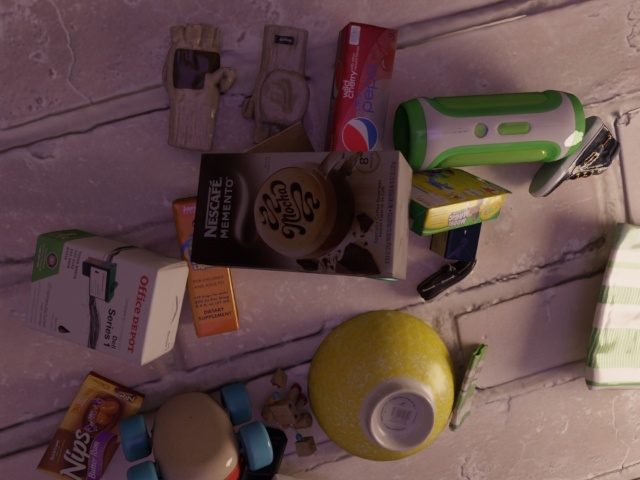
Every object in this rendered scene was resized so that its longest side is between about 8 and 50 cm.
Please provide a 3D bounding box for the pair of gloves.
[{"bbox_3d":[-0.138,-0.251,0.873,0.240,0.042,0.204,-2,100,-6],"label":"pair of gloves"}]

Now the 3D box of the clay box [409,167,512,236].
[{"bbox_3d":[0.203,-0.071,0.875,0.222,0.127,0.053,-11,123,-36],"label":"clay box"}]

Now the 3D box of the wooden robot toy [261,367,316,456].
[{"bbox_3d":[-0.070,0.322,0.986,0.079,0.076,0.173,-20,102,27],"label":"wooden robot toy"}]

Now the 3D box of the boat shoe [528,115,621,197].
[{"bbox_3d":[0.470,-0.134,0.965,0.083,0.065,0.183,40,92,-11],"label":"boat shoe"}]

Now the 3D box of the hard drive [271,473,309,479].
[{"bbox_3d":[-0.072,0.613,1.019,0.210,0.040,0.319,26,96,-27],"label":"hard drive"}]

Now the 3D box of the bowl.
[{"bbox_3d":[0.127,0.288,0.952,0.289,0.156,0.289,-2,101,-8],"label":"bowl"}]

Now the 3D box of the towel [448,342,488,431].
[{"bbox_3d":[0.284,0.276,0.999,0.023,0.113,0.152,19,100,24],"label":"towel"}]

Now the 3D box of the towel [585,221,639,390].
[{"bbox_3d":[0.634,0.137,1.027,0.248,0.038,0.325,5,100,-22],"label":"towel"}]

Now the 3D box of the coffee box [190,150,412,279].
[{"bbox_3d":[-0.026,-0.036,0.772,0.297,0.119,0.168,2,84,18],"label":"coffee box"}]

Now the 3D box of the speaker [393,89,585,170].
[{"bbox_3d":[0.281,-0.188,0.898,0.296,0.131,0.131,-5,101,-7],"label":"speaker"}]

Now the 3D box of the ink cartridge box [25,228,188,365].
[{"bbox_3d":[-0.342,0.086,0.847,0.219,0.092,0.160,14,99,13],"label":"ink cartridge box"}]

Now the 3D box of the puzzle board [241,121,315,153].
[{"bbox_3d":[-0.072,-0.135,0.898,0.128,0.011,0.096,-28,134,-1],"label":"puzzle board"}]

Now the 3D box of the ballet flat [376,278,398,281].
[{"bbox_3d":[0.000,0.000,0.910,0.316,0.107,0.106,9,92,-11],"label":"ballet flat"}]

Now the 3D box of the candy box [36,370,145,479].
[{"bbox_3d":[-0.409,0.341,0.941,0.109,0.053,0.187,29,94,-12],"label":"candy box"}]

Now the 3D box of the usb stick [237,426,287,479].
[{"bbox_3d":[-0.132,0.489,1.011,0.077,0.045,0.278,13,98,-20],"label":"usb stick"}]

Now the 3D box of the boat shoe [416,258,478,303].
[{"bbox_3d":[0.235,0.065,0.983,0.125,0.046,0.038,-38,108,9],"label":"boat shoe"}]

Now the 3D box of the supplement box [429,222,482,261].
[{"bbox_3d":[0.242,-0.012,0.947,0.056,0.083,0.083,7,100,-9],"label":"supplement box"}]

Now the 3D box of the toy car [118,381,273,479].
[{"bbox_3d":[-0.207,0.410,0.916,0.219,0.210,0.238,-14,119,-22],"label":"toy car"}]

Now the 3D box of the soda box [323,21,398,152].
[{"bbox_3d":[0.060,-0.215,0.880,0.083,0.092,0.263,6,100,-11],"label":"soda box"}]

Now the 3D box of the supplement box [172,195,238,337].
[{"bbox_3d":[-0.195,0.041,0.901,0.078,0.080,0.233,-10,100,-8],"label":"supplement box"}]
